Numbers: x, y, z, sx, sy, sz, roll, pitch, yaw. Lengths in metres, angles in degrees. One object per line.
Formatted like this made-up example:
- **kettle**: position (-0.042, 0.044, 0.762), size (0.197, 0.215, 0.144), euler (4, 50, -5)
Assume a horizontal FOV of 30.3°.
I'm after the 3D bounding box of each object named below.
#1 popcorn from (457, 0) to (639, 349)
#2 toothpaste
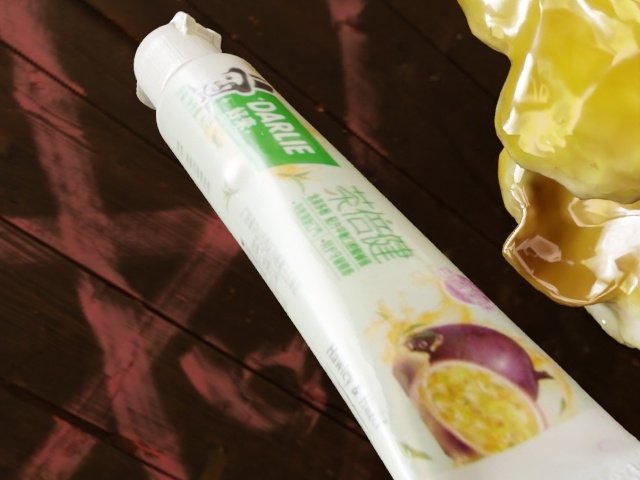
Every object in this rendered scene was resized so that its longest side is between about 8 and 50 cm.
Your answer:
- **popcorn**: position (0.156, -0.078, 0.380), size (0.191, 0.253, 0.190), euler (48, -151, 11)
- **toothpaste**: position (0.000, 0.000, 0.454), size (0.058, 0.314, 0.056), euler (-51, -45, 9)
